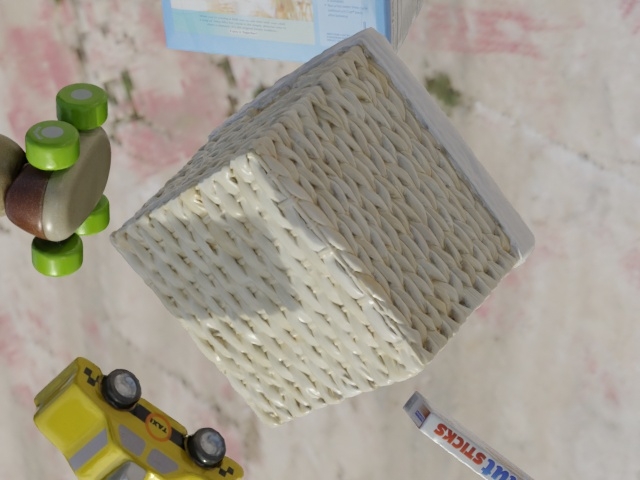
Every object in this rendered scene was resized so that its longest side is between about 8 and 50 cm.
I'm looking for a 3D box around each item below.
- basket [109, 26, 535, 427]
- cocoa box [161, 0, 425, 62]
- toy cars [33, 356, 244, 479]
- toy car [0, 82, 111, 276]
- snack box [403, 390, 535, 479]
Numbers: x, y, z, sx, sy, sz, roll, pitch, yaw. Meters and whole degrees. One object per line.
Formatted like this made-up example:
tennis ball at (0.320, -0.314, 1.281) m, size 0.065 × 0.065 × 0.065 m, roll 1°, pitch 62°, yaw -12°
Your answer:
basket at (0.000, 0.000, 1.823) m, size 0.331 × 0.266 × 0.328 m, roll 51°, pitch 139°, yaw -10°
cocoa box at (-0.040, -0.408, 2.313) m, size 0.347 × 0.228 × 0.231 m, roll 8°, pitch 127°, yaw 16°
toy cars at (-0.147, 0.273, 1.452) m, size 0.177 × 0.087 × 0.393 m, roll 0°, pitch 130°, yaw 18°
toy car at (-0.314, -0.072, 1.580) m, size 0.188 × 0.149 × 0.155 m, roll 11°, pitch 125°, yaw 9°
snack box at (0.147, 0.190, 1.321) m, size 0.178 × 0.022 × 0.064 m, roll 38°, pitch -178°, yaw -14°
